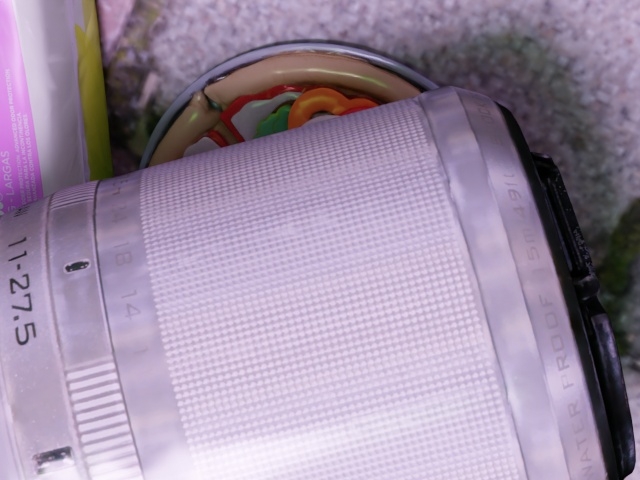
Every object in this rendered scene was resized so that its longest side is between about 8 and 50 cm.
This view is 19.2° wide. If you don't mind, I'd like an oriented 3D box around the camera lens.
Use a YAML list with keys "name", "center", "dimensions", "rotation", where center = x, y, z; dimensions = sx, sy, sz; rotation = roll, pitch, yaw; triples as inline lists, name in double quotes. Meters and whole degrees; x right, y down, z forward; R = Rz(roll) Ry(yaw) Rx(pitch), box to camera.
- name: "camera lens"
  center: [-0.016, 0.066, 0.815]
  dimensions: [0.274, 0.219, 0.219]
  rotation: [-15, 110, 2]

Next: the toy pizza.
- name: "toy pizza"
  center: [0.000, 0.000, 0.945]
  dimensions: [0.201, 0.032, 0.201]
  rotation: [5, 115, 12]

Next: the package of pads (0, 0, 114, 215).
- name: "package of pads"
  center: [-0.227, -0.096, 0.922]
  dimensions: [0.229, 0.101, 0.296]
  rotation: [2, 113, 13]
